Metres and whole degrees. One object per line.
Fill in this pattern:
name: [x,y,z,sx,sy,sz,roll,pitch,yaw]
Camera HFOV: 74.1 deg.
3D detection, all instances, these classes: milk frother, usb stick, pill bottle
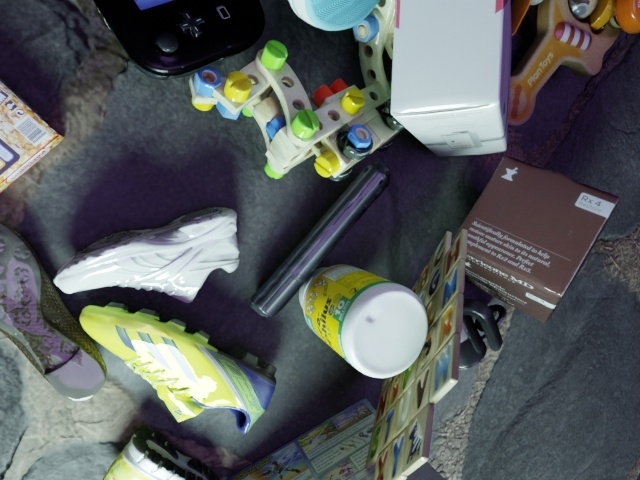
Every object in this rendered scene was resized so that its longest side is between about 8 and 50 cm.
milk frother: [0.260,0.132,0.770,0.135,0.129,0.143,60,31,-20]
usb stick: [0.000,0.000,0.619,0.045,0.077,0.278,41,91,10]
pill bottle: [0.044,0.098,0.597,0.117,0.208,0.118,-3,99,-22]

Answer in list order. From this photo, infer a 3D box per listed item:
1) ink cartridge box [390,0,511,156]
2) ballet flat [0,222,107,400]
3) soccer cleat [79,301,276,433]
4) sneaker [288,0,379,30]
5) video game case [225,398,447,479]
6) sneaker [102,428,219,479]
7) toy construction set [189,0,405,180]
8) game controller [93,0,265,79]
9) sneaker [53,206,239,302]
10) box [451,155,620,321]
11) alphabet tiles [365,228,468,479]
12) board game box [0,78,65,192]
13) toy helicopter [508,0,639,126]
ink cartridge box: [0.188,-0.238,0.564,0.283,0.117,0.208,-3,95,-65]
ballet flat: [-0.347,0.088,0.518,0.084,0.058,0.250,-35,105,-18]
soccer cleat: [-0.188,0.176,0.568,0.289,0.093,0.121,34,71,-26]
sneaker: [-0.002,-0.378,0.507,0.208,0.127,0.319,31,55,10]
video game case: [0.019,0.373,0.611,0.269,0.244,0.061,-23,108,-18]
sneaker: [-0.216,0.364,0.606,0.094,0.081,0.208,-42,105,-5]
toy construction set: [0.011,-0.206,0.582,0.327,0.151,0.215,-39,88,-20]
game controller: [-0.198,-0.335,0.466,0.166,0.067,0.319,-33,93,-13]
sneaker: [-0.208,0.038,0.548,0.232,0.090,0.115,-18,108,-19]
box: [0.334,0.005,0.688,0.167,0.168,0.203,-56,151,-6]
alphabet tiles: [0.129,0.154,0.582,0.011,0.285,0.343,20,45,3]
board game box: [-0.414,-0.104,0.457,0.193,0.045,0.147,-46,113,-11]
toy helicopter: [0.392,-0.353,0.722,0.235,0.140,0.355,39,84,-21]
